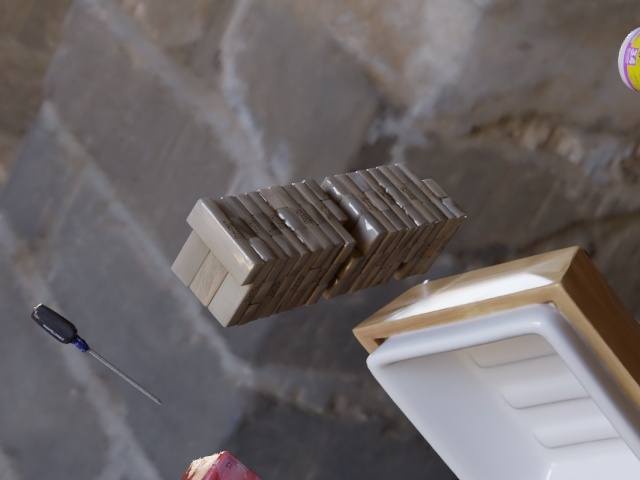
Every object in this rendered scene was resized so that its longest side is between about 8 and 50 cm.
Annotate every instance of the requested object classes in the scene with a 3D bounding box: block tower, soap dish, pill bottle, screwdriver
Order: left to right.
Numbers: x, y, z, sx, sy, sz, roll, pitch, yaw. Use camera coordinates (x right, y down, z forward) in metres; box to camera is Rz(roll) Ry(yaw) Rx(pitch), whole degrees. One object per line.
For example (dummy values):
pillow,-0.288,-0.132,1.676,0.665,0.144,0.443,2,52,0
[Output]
screwdriver,-0.238,0.126,1.737,0.170,0.025,0.024,42,13,-8
block tower,0.000,0.000,1.617,0.335,0.097,0.091,-11,51,-50
soap dish,0.202,0.139,1.453,0.291,0.229,0.118,49,47,-25
pill bottle,0.231,-0.111,1.031,0.043,0.043,0.083,15,2,-36

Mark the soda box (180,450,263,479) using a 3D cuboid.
soda box,-0.045,0.342,1.753,0.263,0.092,0.083,42,-31,-15
